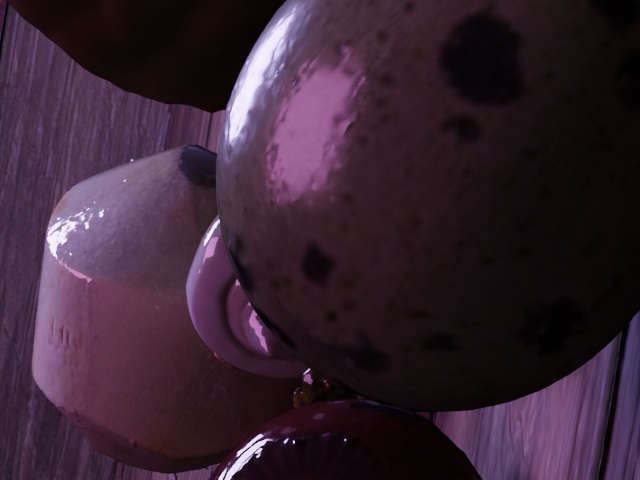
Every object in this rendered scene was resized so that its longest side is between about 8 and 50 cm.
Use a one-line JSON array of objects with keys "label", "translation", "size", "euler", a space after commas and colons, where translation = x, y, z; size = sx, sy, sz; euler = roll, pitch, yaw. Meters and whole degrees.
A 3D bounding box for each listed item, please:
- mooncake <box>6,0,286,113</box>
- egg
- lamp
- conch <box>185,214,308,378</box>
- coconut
[{"label": "mooncake", "translation": [-0.093, -0.265, 1.330], "size": [0.187, 0.324, 0.324], "euler": [-37, 40, 42]}, {"label": "egg", "translation": [0.058, -0.042, 0.712], "size": [0.228, 0.177, 0.177], "euler": [-62, 17, 22]}, {"label": "lamp", "translation": [0.017, 0.156, 0.903], "size": [0.157, 0.156, 0.135], "euler": [-51, -36, -8]}, {"label": "conch", "translation": [0.010, 0.004, 1.196], "size": [0.255, 0.127, 0.158], "euler": [-56, -26, -48]}, {"label": "coconut", "translation": [-0.092, 0.038, 1.357], "size": [0.241, 0.241, 0.241], "euler": [-171, 90, -80]}]
